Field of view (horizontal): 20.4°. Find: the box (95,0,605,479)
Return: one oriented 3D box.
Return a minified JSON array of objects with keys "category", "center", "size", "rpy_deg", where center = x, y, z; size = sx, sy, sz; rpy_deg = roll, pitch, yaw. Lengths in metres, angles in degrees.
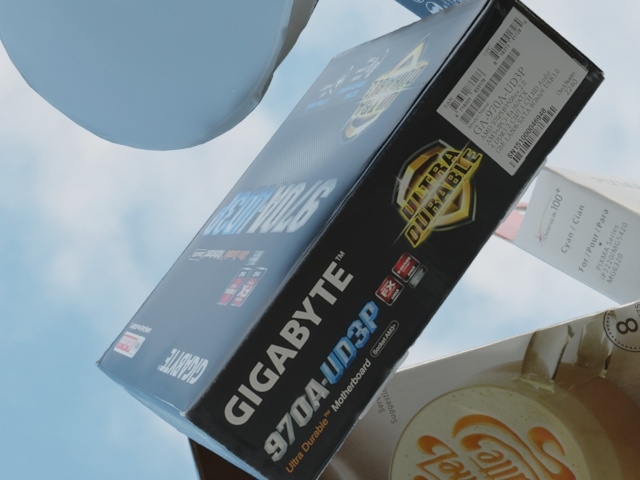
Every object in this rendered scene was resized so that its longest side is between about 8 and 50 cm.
[{"category":"box","center":[0.000,0.000,0.666],"size":[0.051,0.220,0.175],"rpy_deg":[38,-98,-11]}]

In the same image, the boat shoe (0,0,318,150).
[{"category":"boat shoe","center":[-0.026,-0.140,0.577],"size":[0.113,0.306,0.105],"rpy_deg":[33,-124,2]}]

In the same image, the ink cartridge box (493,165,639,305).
[{"category":"ink cartridge box","center":[0.239,-0.009,1.273],"size":[0.296,0.261,0.066],"rpy_deg":[6,-72,-46]}]

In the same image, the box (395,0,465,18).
[{"category":"box","center":[0.059,-0.275,1.227],"size":[0.247,0.163,0.142],"rpy_deg":[35,-109,0]}]

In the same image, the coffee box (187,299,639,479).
[{"category":"coffee box","center":[0.078,0.130,0.812],"size":[0.247,0.098,0.141],"rpy_deg":[-16,-116,-6]}]
